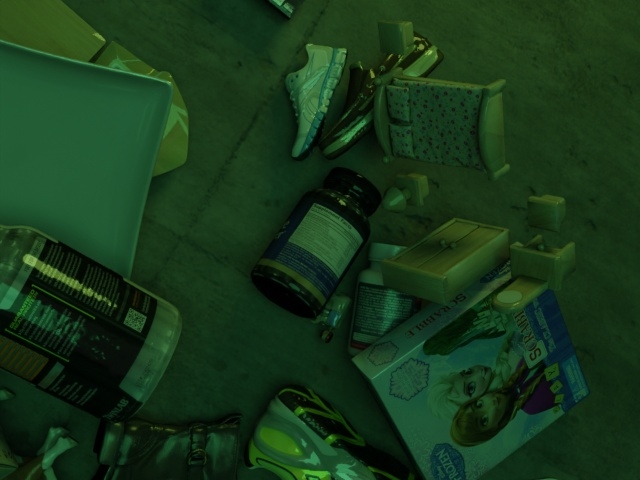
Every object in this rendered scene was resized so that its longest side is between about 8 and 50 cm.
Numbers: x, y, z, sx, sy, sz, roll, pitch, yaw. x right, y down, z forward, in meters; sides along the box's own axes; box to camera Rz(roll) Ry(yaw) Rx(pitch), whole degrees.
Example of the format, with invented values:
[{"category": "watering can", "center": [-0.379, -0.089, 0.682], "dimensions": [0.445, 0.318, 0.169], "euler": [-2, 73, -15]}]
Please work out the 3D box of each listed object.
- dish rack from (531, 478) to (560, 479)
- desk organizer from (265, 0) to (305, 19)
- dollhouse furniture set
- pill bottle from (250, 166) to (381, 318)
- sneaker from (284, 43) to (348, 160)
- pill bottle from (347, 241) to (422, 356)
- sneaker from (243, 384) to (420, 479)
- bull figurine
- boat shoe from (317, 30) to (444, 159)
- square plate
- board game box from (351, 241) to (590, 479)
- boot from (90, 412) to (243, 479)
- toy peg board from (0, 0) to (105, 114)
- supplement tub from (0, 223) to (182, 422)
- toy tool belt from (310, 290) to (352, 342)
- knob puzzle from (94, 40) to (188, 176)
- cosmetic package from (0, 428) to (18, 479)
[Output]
[{"category": "dish rack", "center": [0.288, 0.556, 1.472], "dimensions": [0.333, 0.072, 0.285], "euler": [-3, 93, -11]}, {"category": "desk organizer", "center": [-0.087, -0.396, 1.374], "dimensions": [0.130, 0.050, 0.047], "euler": [37, 84, -11]}, {"category": "dollhouse furniture set", "center": [0.177, -0.106, 1.228], "dimensions": [0.174, 0.303, 0.355], "euler": [-31, 123, -37]}, {"category": "pill bottle", "center": [0.000, 0.000, 1.358], "dimensions": [0.123, 0.123, 0.219], "euler": [37, 70, -11]}, {"category": "sneaker", "center": [-0.023, -0.219, 1.393], "dimensions": [0.083, 0.071, 0.190], "euler": [18, 85, 1]}, {"category": "pill bottle", "center": [0.106, 0.097, 1.399], "dimensions": [0.108, 0.108, 0.180], "euler": [8, 90, -12]}, {"category": "sneaker", "center": [0.050, 0.396, 1.382], "dimensions": [0.385, 0.145, 0.147], "euler": [43, 101, 6]}, {"category": "bull figurine", "center": [-0.456, 0.328, 1.271], "dimensions": [0.310, 0.101, 0.188], "euler": [33, 78, 1]}, {"category": "boat shoe", "center": [0.075, -0.236, 1.399], "dimensions": [0.095, 0.095, 0.257], "euler": [46, 73, -3]}, {"category": "square plate", "center": [-0.410, -0.110, 1.258], "dimensions": [0.344, 0.049, 0.347], "euler": [13, 114, -12]}, {"category": "board game box", "center": [0.247, 0.215, 1.392], "dimensions": [0.318, 0.066, 0.318], "euler": [-35, 123, -9]}, {"category": "boot", "center": [-0.236, 0.379, 1.348], "dimensions": [0.229, 0.091, 0.262], "euler": [12, 96, -20]}, {"category": "toy peg board", "center": [-0.433, -0.280, 1.301], "dimensions": [0.161, 0.079, 0.160], "euler": [41, 68, -12]}, {"category": "supplement tub", "center": [-0.371, 0.106, 1.236], "dimensions": [0.316, 0.193, 0.193], "euler": [33, 85, -20]}, {"category": "toy tool belt", "center": [0.010, 0.116, 1.415], "dimensions": [0.051, 0.052, 0.083], "euler": [27, 82, 20]}, {"category": "knob puzzle", "center": [-0.286, -0.175, 1.348], "dimensions": [0.213, 0.030, 0.213], "euler": [0, 91, -12]}, {"category": "cosmetic package", "center": [-0.556, 0.211, 1.196], "dimensions": [0.160, 0.113, 0.309], "euler": [-30, 72, -6]}]
